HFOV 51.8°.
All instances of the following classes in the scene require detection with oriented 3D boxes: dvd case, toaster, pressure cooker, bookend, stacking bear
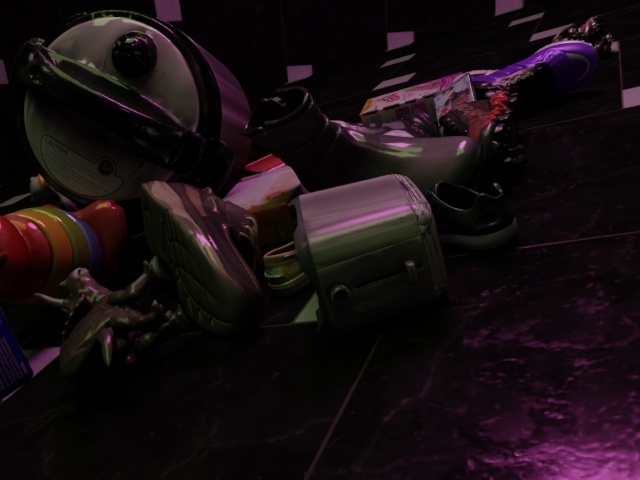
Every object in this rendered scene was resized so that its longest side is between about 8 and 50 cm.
[{"bbox_3d":[0.259,-0.254,1.260,0.087,0.013,0.119,-31,47,37],"label":"dvd case"},{"bbox_3d":[0.049,0.005,0.741,0.147,0.129,0.227,-15,20,0],"label":"toaster"},{"bbox_3d":[-0.343,-0.229,1.236,0.370,0.375,0.420,-13,1,7],"label":"pressure cooker"},{"bbox_3d":[-0.286,-0.012,1.183,0.157,0.072,0.156,-32,22,-33],"label":"bookend"},{"bbox_3d":[-0.429,0.019,0.965,0.176,0.164,0.289,-5,0,11],"label":"stacking bear"}]

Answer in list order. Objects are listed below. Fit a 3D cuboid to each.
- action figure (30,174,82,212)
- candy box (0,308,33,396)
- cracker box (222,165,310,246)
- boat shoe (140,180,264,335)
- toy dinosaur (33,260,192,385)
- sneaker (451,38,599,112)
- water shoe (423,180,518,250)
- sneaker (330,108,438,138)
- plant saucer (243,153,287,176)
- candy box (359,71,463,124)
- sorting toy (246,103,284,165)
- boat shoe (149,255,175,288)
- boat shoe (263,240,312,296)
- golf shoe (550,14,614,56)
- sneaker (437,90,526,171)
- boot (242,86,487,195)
[{"bbox_3d":[-0.615,-0.171,1.784,0.330,0.178,0.341,-13,20,-10],"label":"action figure"},{"bbox_3d":[-0.577,0.198,0.821,0.268,0.122,0.317,0,26,40],"label":"candy box"},{"bbox_3d":[-0.090,-0.061,1.134,0.156,0.067,0.232,-13,21,18],"label":"cracker box"},{"bbox_3d":[-0.143,-0.002,0.890,0.130,0.132,0.355,-12,33,-25],"label":"boat shoe"},{"bbox_3d":[-0.248,0.117,0.786,0.160,0.121,0.313,-34,25,-4],"label":"toy dinosaur"},{"bbox_3d":[0.379,-0.285,1.262,0.294,0.102,0.146,-13,27,31],"label":"sneaker"},{"bbox_3d":[0.152,-0.039,0.823,0.073,0.080,0.203,-34,24,-36],"label":"water shoe"},{"bbox_3d":[0.104,-0.179,1.202,0.269,0.101,0.153,17,35,38],"label":"sneaker"},{"bbox_3d":[-0.005,-0.175,1.393,0.259,0.047,0.258,-28,21,-26],"label":"plant saucer"},{"bbox_3d":[0.215,-0.303,1.487,0.234,0.071,0.159,-14,21,16],"label":"candy box"},{"bbox_3d":[-0.152,-0.275,1.736,0.256,0.089,0.257,-18,20,5],"label":"sorting toy"},{"bbox_3d":[-0.231,0.011,1.067,0.066,0.066,0.183,-38,11,33],"label":"boat shoe"},{"bbox_3d":[0.000,0.000,0.876,0.068,0.072,0.190,0,27,43],"label":"boat shoe"},{"bbox_3d":[0.550,-0.411,1.456,0.120,0.105,0.273,-23,6,45],"label":"golf shoe"},{"bbox_3d":[0.249,-0.163,1.041,0.135,0.097,0.276,-11,19,21],"label":"sneaker"},{"bbox_3d":[0.043,-0.131,0.937,0.338,0.223,0.118,-7,53,47],"label":"boot"}]
